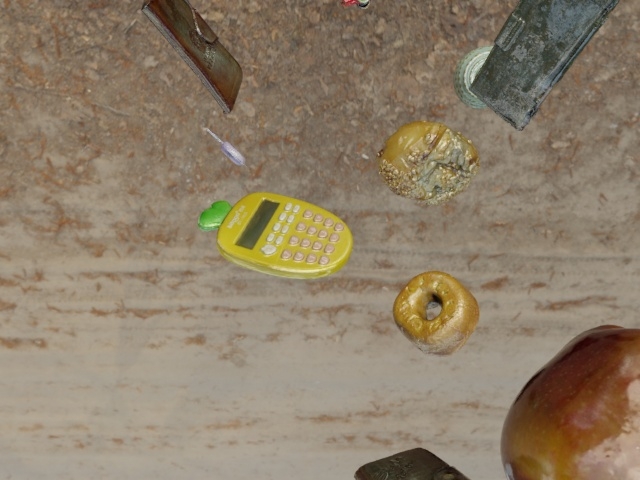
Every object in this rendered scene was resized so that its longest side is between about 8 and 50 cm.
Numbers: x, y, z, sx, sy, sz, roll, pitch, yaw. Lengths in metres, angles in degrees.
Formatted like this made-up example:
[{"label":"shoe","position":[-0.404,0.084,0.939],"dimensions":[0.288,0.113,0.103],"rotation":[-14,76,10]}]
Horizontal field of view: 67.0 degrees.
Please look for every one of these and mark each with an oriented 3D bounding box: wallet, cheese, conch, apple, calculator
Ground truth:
[{"label":"wallet","position":[0.135,0.318,0.603],"dimensions":[0.121,0.031,0.232],"rotation":[-13,180,-17]},{"label":"wallet","position":[-0.238,-0.381,0.936],"dimensions":[0.031,0.137,0.255],"rotation":[-11,145,25]},{"label":"cheese","position":[-0.331,-0.328,1.725],"dimensions":[0.191,0.105,0.042],"rotation":[43,94,5]},{"label":"conch","position":[0.454,-0.472,1.426],"dimensions":[0.131,0.200,0.172],"rotation":[-20,99,-15]},{"label":"apple","position":[0.405,0.281,0.651],"dimensions":[0.288,0.317,0.288],"rotation":[30,172,5]},{"label":"calculator","position":[-0.067,-0.011,0.715],"dimensions":[0.234,0.146,0.032],"rotation":[15,139,13]},{"label":"wallet","position":[0.442,-0.396,0.990],"dimensions":[0.044,0.169,0.317],"rotation":[-28,156,-33]}]

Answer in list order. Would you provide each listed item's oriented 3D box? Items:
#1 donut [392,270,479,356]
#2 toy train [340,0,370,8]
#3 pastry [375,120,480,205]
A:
[{"label":"donut","position":[0.303,0.190,1.287],"dimensions":[0.226,0.227,0.114],"rotation":[-27,139,25]},{"label":"toy train","position":[0.145,-0.747,1.379],"dimensions":[0.203,0.083,0.131],"rotation":[-17,96,6]},{"label":"pastry","position":[0.316,-0.206,1.381],"dimensions":[0.310,0.162,0.255],"rotation":[15,140,-29]}]
